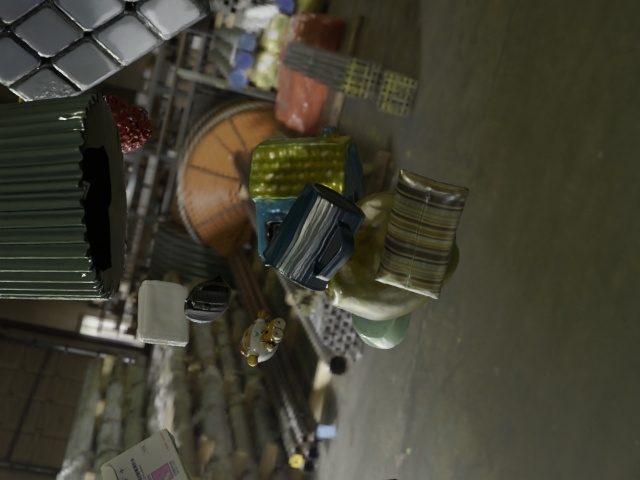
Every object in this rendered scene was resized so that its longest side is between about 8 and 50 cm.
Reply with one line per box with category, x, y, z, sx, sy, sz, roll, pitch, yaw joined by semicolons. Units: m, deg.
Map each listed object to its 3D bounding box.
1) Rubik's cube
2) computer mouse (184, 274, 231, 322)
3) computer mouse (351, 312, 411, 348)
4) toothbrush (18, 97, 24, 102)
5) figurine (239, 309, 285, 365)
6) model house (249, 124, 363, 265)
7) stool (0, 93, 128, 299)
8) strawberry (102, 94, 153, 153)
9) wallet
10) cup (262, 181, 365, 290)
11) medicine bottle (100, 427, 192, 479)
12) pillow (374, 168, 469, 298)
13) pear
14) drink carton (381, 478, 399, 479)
Rubik's cube;-0.400;-0.457;1.329;0.344;0.337;0.344;-28;52;17
computer mouse;-0.233;0.130;1.919;0.099;0.057;0.172;-62;-17;12
computer mouse;0.166;0.121;2.214;0.159;0.097;0.288;8;86;41
toothbrush;-0.631;-0.279;1.899;0.021;0.024;0.288;26;-117;-75
figurine;-0.100;0.173;1.644;0.101;0.068;0.143;-89;25;-47
model house;-0.022;-0.112;2.081;0.215;0.237;0.303;-41;-51;-66
stool;-0.465;-0.055;1.278;0.297;0.330;0.297;178;90;-89
strawberry;-0.358;-0.192;1.594;0.121;0.188;0.082;-40;72;26
wallet;-0.376;0.174;2.165;0.183;0.124;0.032;-100;25;-43
cup;0.004;0.000;1.407;0.150;0.113;0.138;38;105;29
medicine bottle;-0.358;0.521;1.907;0.201;0.171;0.052;55;171;42
pillow;0.155;-0.006;1.405;0.038;0.113;0.203;-54;-23;-57
pear;0.140;0.031;1.870;0.269;0.321;0.269;33;129;54
drink carton;0.113;0.465;1.594;0.071;0.056;0.166;-66;-24;-3
